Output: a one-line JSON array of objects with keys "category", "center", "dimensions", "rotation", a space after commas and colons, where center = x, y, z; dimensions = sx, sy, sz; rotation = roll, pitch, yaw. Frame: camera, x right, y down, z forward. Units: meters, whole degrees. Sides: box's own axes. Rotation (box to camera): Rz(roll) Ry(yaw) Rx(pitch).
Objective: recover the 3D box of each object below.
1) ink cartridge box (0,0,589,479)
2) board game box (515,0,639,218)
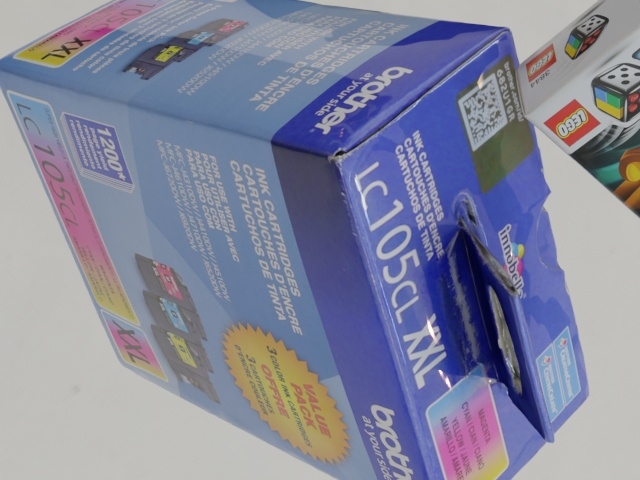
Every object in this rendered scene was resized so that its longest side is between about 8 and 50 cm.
[{"category": "ink cartridge box", "center": [0.000, 0.000, 0.818], "dimensions": [0.151, 0.395, 0.270], "rotation": [-39, 127, -31]}, {"category": "board game box", "center": [0.269, -0.104, 0.620], "dimensions": [0.193, 0.305, 0.053], "rotation": [37, 32, -24]}]
